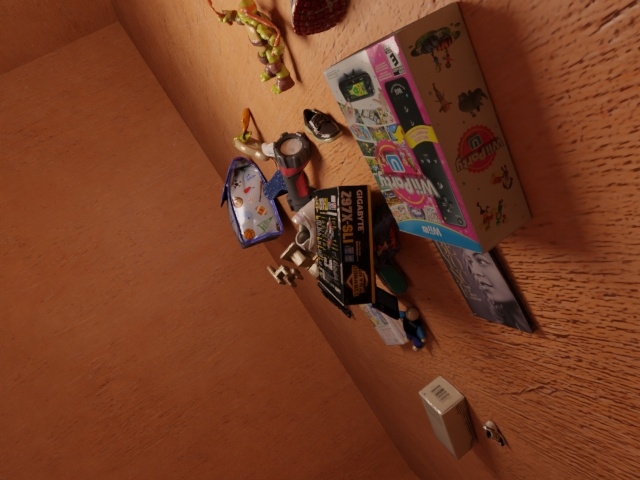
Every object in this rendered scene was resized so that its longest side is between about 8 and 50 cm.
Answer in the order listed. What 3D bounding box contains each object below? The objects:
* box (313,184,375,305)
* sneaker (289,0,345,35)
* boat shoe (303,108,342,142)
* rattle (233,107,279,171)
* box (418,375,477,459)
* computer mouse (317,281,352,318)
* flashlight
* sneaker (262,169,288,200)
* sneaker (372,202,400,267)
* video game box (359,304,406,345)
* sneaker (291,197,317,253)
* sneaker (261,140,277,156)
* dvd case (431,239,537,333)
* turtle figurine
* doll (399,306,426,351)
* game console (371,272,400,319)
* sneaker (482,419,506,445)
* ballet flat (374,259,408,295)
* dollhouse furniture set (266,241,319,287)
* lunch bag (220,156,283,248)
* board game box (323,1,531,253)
[{"bbox_3d":[0.049,-0.001,1.086,0.322,0.080,0.256,-159,67,-79],"label":"box"},{"bbox_3d":[-0.011,-0.408,0.677,0.225,0.088,0.092,96,160,-70],"label":"sneaker"},{"bbox_3d":[-0.004,-0.262,1.011,0.152,0.056,0.049,40,164,52],"label":"boat shoe"},{"bbox_3d":[-0.199,-0.349,1.570,0.200,0.142,0.130,34,-168,22],"label":"rattle"},{"bbox_3d":[0.407,0.564,1.417,0.113,0.094,0.275,40,159,52],"label":"box"},{"bbox_3d":[0.051,0.230,1.997,0.184,0.060,0.262,35,167,48],"label":"computer mouse"},{"bbox_3d":[-0.060,-0.188,1.322,0.103,0.103,0.304,25,160,21],"label":"flashlight"},{"bbox_3d":[-0.111,-0.206,1.509,0.232,0.090,0.081,-19,104,55],"label":"sneaker"},{"bbox_3d":[0.150,-0.008,1.045,0.087,0.083,0.221,15,147,3],"label":"sneaker"},{"bbox_3d":[0.213,0.265,1.510,0.187,0.048,0.205,53,166,7],"label":"video game box"},{"bbox_3d":[0.000,0.000,1.415,0.114,0.152,0.305,38,159,49],"label":"sneaker"},{"bbox_3d":[-0.145,-0.301,1.457,0.152,0.054,0.061,35,147,43],"label":"sneaker"},{"bbox_3d":[0.287,0.063,0.822,0.221,0.018,0.164,59,167,-10],"label":"dvd case"},{"bbox_3d":[-0.136,-0.445,0.984,0.270,0.087,0.217,38,166,32],"label":"turtle figurine"},{"bbox_3d":[0.263,0.249,1.293,0.129,0.046,0.189,46,164,36],"label":"doll"},{"bbox_3d":[0.184,0.137,1.257,0.124,0.085,0.144,29,-162,-3],"label":"game console"},{"bbox_3d":[0.475,0.536,1.230,0.083,0.037,0.032,56,165,-4],"label":"sneaker"},{"bbox_3d":[0.154,0.057,1.182,0.206,0.073,0.067,59,176,2],"label":"ballet flat"},{"bbox_3d":[-0.072,0.045,1.668,0.161,0.212,0.242,48,-169,29],"label":"dollhouse furniture set"},{"bbox_3d":[-0.339,-0.171,2.080,0.328,0.239,0.385,162,91,-77],"label":"lunch bag"},{"bbox_3d":[0.148,-0.147,0.656,0.303,0.098,0.224,60,167,-19],"label":"board game box"}]
